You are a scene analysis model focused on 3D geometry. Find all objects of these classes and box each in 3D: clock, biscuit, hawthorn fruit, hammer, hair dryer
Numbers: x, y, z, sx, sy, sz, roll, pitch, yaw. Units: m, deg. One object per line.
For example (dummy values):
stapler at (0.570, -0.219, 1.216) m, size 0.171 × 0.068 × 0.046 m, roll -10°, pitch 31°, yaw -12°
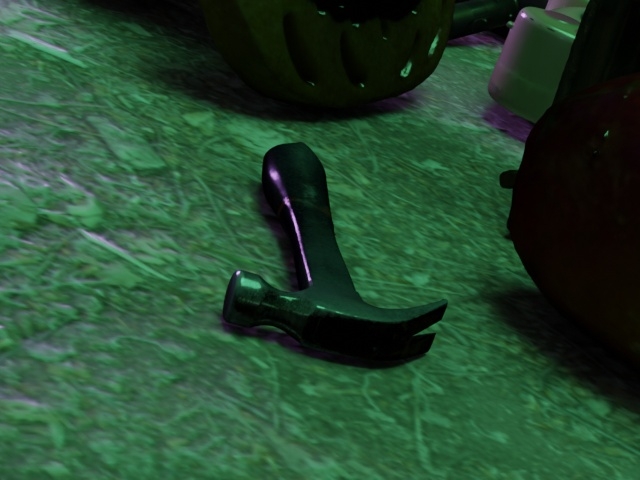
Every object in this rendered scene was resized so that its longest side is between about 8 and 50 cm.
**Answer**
clock at (0.322, -0.127, 1.838) m, size 0.309 × 0.114 × 0.284 m, roll 26°, pitch 18°, yaw 9°
biscuit at (0.012, -0.267, 1.620) m, size 0.063 × 0.314 × 0.367 m, roll -2°, pitch 8°, yaw 33°
hawthorn fruit at (0.228, -0.013, 1.308) m, size 0.260 × 0.224 × 0.224 m, roll 15°, pitch 15°, yaw 24°
hammer at (0.000, 0.000, 1.270) m, size 0.137 × 0.037 × 0.290 m, roll 17°, pitch 20°, yaw -12°
hair dryer at (0.184, -0.219, 2.032) m, size 0.195 × 0.078 × 0.248 m, roll 32°, pitch 31°, yaw 27°

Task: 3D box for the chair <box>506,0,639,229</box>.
chair at (0.210, -0.118, 1.533) m, size 0.416 × 0.241 × 0.203 m, roll 24°, pitch 19°, yaw 19°
